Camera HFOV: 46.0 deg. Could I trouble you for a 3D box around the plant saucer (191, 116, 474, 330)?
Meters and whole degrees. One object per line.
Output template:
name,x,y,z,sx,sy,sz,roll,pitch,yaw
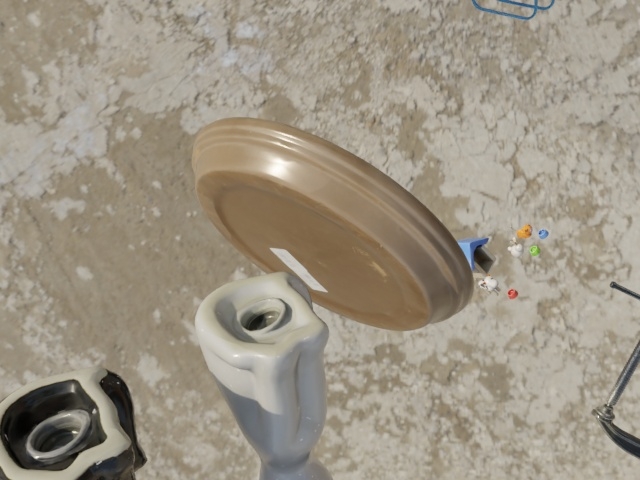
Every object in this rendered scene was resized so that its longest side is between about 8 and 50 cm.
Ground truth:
plant saucer,0.000,0.000,0.662,0.277,0.041,0.278,27,159,11

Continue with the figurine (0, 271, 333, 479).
figurine,-0.073,0.153,0.474,0.092,0.214,0.210,28,135,43

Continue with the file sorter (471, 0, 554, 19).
file sorter,0.298,-0.385,1.030,0.118,0.170,0.105,29,141,41

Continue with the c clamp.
c clamp,0.326,0.137,0.753,0.137,0.022,0.161,20,99,7

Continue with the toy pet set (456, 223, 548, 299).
toy pet set,0.254,0.016,1.116,0.065,0.122,0.114,42,158,-28
